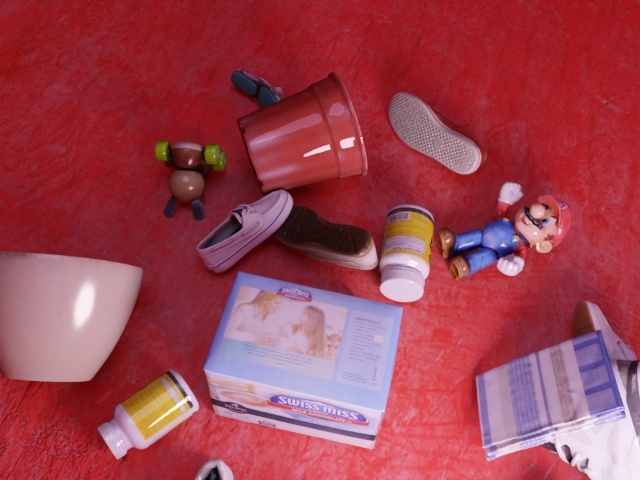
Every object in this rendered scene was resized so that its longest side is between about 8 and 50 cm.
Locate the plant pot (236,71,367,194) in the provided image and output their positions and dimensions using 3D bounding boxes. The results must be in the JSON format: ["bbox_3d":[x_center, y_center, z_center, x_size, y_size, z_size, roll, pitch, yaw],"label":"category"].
[{"bbox_3d":[-0.054,-0.249,1.671,0.265,0.272,0.272,-19,58,-5],"label":"plant pot"}]

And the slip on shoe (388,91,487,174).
[{"bbox_3d":[0.310,-0.288,1.800,0.331,0.123,0.101,42,32,28],"label":"slip on shoe"}]

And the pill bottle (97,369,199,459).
[{"bbox_3d":[-0.344,0.349,1.335,0.184,0.103,0.103,-33,63,-22],"label":"pill bottle"}]

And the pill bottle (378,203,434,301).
[{"bbox_3d":[0.199,0.030,1.562,0.119,0.119,0.208,9,57,4],"label":"pill bottle"}]

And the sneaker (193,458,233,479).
[{"bbox_3d":[-0.224,0.508,1.224,0.090,0.115,0.232,6,56,2],"label":"sneaker"}]

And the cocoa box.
[{"bbox_3d":[-0.029,0.241,1.344,0.347,0.228,0.231,12,56,6],"label":"cocoa box"}]

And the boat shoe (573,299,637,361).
[{"bbox_3d":[0.629,0.258,1.441,0.096,0.098,0.277,-7,66,-7],"label":"boat shoe"}]

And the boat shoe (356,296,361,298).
[{"bbox_3d":[0.044,0.171,1.502,0.135,0.050,0.045,-24,55,-17],"label":"boat shoe"}]

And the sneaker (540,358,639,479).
[{"bbox_3d":[0.558,0.454,1.295,0.257,0.169,0.448,-10,72,36],"label":"sneaker"}]

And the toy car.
[{"bbox_3d":[-0.331,-0.146,1.683,0.155,0.149,0.188,4,84,5],"label":"toy car"}]

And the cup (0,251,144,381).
[{"bbox_3d":[-0.541,0.161,1.360,0.331,0.331,0.237,4,81,1],"label":"cup"}]

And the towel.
[{"bbox_3d":[0.439,0.304,1.316,0.285,0.034,0.209,-29,31,26],"label":"towel"}]

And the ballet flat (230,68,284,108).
[{"bbox_3d":[-0.159,-0.420,1.890,0.221,0.077,0.079,40,44,23],"label":"ballet flat"}]

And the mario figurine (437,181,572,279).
[{"bbox_3d":[0.443,-0.031,1.576,0.320,0.170,0.198,-21,93,-7],"label":"mario figurine"}]

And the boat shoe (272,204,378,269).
[{"bbox_3d":[0.000,0.000,1.591,0.302,0.098,0.109,17,64,31],"label":"boat shoe"}]

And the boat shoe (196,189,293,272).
[{"bbox_3d":[-0.181,-0.041,1.584,0.267,0.088,0.096,-40,41,-11],"label":"boat shoe"}]
